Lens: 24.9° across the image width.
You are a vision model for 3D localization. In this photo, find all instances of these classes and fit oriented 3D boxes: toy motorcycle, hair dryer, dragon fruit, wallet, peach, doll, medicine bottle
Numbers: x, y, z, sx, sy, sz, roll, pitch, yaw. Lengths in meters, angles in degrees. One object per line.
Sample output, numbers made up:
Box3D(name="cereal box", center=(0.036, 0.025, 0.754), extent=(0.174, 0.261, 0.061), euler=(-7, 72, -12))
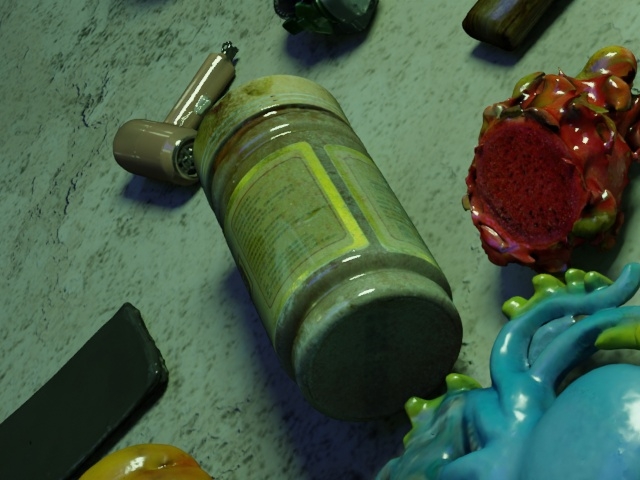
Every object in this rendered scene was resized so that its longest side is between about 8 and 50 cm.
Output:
Box3D(name="toy motorcycle", center=(0.043, -0.339, 1.498), extent=(0.187, 0.125, 0.275), euler=(2, 67, 46))
Box3D(name="hair dryer", center=(-0.139, -0.144, 1.579), extent=(0.117, 0.064, 0.182), euler=(14, 66, 49))
Box3D(name="dragon fruit", center=(0.193, -0.071, 1.136), extent=(0.133, 0.150, 0.208), euler=(26, 72, 22))
Box3D(name="wallet", center=(-0.268, 0.192, 1.469), extent=(0.285, 0.030, 0.146), euler=(-45, 36, 8))
Box3D(name="peach", center=(-0.147, 0.238, 1.231), extent=(0.138, 0.138, 0.138), euler=(-26, 45, 30))
Box3D(name="doll", center=(0.152, 0.180, 1.018), extent=(0.341, 0.099, 0.346), euler=(-14, 47, 54))
Box3D(name="medicine bottle", center=(0.000, 0.000, 1.247), extent=(0.151, 0.151, 0.322), euler=(-42, 39, 13))

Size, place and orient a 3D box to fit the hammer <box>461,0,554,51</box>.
Box3D(name="hammer", center=(0.274, -0.334, 1.284), extent=(0.409, 0.095, 0.242), euler=(-49, 39, 8))
